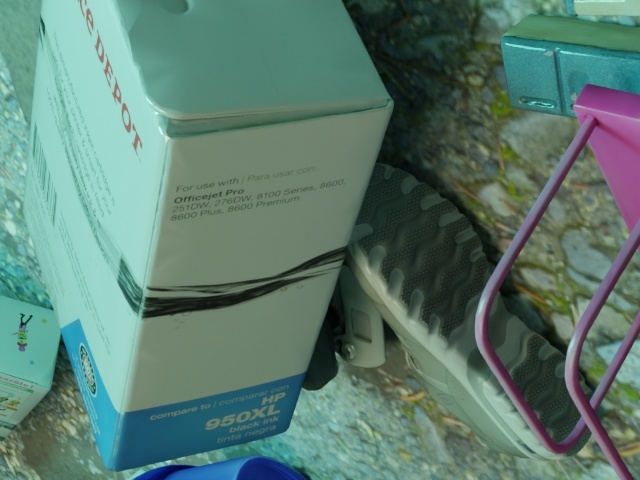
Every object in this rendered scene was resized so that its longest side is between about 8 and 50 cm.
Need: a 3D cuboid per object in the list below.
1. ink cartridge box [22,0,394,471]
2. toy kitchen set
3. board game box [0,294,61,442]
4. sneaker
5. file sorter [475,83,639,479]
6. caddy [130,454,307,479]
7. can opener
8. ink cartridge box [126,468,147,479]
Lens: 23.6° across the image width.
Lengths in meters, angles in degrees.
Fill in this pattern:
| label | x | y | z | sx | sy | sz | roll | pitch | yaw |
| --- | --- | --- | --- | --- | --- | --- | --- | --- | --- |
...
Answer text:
| label | x | y | z | sx | sy | sz | roll | pitch | yaw |
| --- | --- | --- | --- | --- | --- | --- | --- | --- | --- |
| ink cartridge box | -0.106 | -0.058 | 1.157 | 0.395 | 0.166 | 0.285 | 107 | 146 | -49 |
| toy kitchen set | 0.125 | -0.144 | 0.923 | 0.122 | 0.166 | 0.207 | 14 | 130 | 39 |
| board game box | -0.448 | 0.147 | 1.754 | 0.224 | 0.097 | 0.303 | 19 | 151 | -20 |
| sneaker | 0.087 | 0.068 | 1.192 | 0.281 | 0.105 | 0.115 | 53 | 145 | -6 |
| file sorter | 0.265 | 0.066 | 0.886 | 0.291 | 0.182 | 0.202 | 18 | 157 | 37 |
| caddy | -0.085 | 0.378 | 1.530 | 0.179 | 0.241 | 0.341 | -27 | 99 | 49 |
| can opener | 0.000 | 0.000 | 1.239 | 0.076 | 0.095 | 0.283 | 20 | 133 | 35 |
| ink cartridge box | -0.215 | 0.388 | 1.676 | 0.172 | 0.237 | 0.100 | 27 | 137 | 30 |
